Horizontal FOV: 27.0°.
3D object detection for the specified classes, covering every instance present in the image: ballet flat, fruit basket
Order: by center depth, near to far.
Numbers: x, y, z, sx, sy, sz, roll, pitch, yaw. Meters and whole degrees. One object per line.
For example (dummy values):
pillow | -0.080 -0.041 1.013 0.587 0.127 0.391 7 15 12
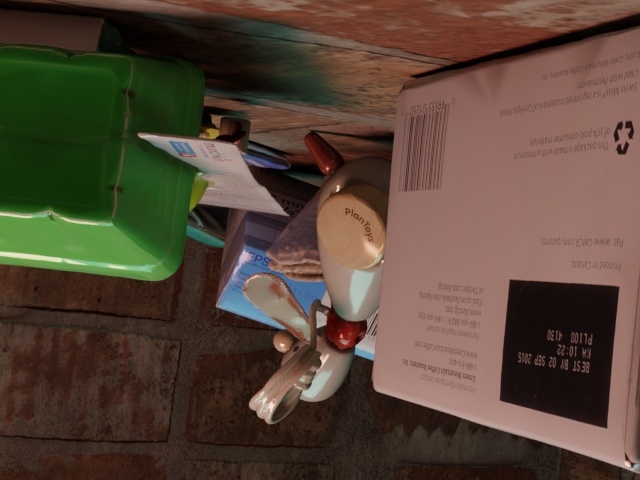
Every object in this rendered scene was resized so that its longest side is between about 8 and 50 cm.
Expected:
fruit basket | -0.196 -0.065 0.977 0.327 0.165 0.353 6 -179 6
ballet flat | -0.234 -0.065 2.023 0.095 0.096 0.280 5 170 38

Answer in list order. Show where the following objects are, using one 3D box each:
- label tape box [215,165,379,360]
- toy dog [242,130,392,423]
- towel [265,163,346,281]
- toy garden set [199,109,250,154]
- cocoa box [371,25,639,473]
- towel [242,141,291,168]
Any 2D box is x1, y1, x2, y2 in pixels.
label tape box | 0.000 0.000 1.853 0.249 0.115 0.347 19 -150 -10
toy dog | 0.005 0.017 1.410 0.161 0.333 0.220 41 -161 18
towel | 0.073 -0.023 1.589 0.282 0.187 0.049 3 135 44
toy garden set | -0.153 -0.111 1.196 0.204 0.049 0.244 8 177 -20
cocoa box | 0.206 0.011 0.832 0.228 0.231 0.347 6 178 -19
towel | -0.234 -0.111 1.614 0.336 0.040 0.243 5 179 20
